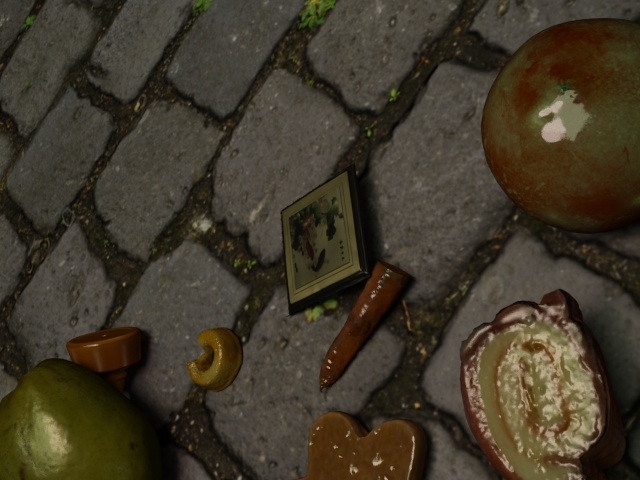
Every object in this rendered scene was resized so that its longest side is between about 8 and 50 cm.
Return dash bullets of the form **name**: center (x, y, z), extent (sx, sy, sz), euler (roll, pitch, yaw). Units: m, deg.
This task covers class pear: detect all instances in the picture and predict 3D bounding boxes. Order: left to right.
- **pear**: center (-0.398, 0.346, 1.340), extent (0.253, 0.253, 0.307), euler (-37, 94, 21)

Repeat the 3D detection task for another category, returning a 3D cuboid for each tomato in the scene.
- **tomato**: center (0.327, -0.149, 1.010), extent (0.270, 0.223, 0.270), euler (-10, 72, 34)

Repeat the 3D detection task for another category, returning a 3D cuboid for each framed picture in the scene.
- **framed picture**: center (0.000, 0.000, 1.298), extent (0.199, 0.010, 0.195), euler (-30, 58, 42)

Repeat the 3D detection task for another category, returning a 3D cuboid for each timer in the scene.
- **timer**: center (-0.376, 0.243, 1.473), extent (0.132, 0.132, 0.152), euler (-6, 96, 35)

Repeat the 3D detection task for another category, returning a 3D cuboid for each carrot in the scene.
- **carrot**: center (0.054, 0.132, 1.230), extent (0.057, 0.057, 0.224), euler (41, 106, 37)

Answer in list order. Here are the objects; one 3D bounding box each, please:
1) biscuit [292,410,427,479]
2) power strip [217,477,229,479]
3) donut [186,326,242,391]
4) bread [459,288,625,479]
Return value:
- **biscuit**: center (0.050, 0.417, 1.129), extent (0.275, 0.052, 0.354), euler (-6, 73, 35)
- **power strip**: center (-0.209, 0.458, 1.314), extent (0.268, 0.034, 0.092), euler (-32, 58, 24)
- **donut**: center (-0.180, 0.198, 1.377), extent (0.097, 0.043, 0.108), euler (16, 89, 39)
- **bread**: center (0.269, 0.205, 0.996), extent (0.190, 0.123, 0.244), euler (-26, 61, 29)
